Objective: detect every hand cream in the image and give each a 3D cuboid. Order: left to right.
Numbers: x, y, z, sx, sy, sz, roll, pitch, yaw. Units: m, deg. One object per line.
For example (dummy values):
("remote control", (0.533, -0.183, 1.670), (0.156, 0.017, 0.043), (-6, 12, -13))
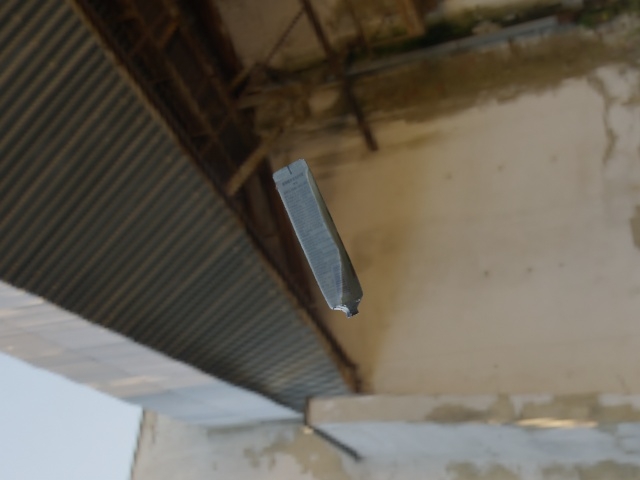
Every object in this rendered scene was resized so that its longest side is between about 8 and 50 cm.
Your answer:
("hand cream", (0.000, 0.000, 1.256), (0.037, 0.057, 0.165), (-22, -91, -41))
